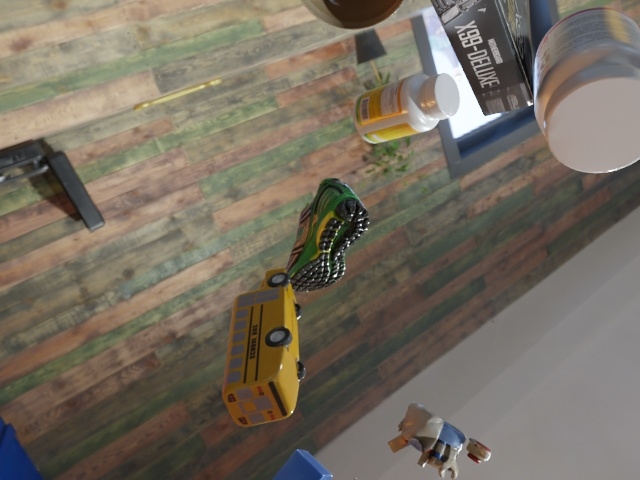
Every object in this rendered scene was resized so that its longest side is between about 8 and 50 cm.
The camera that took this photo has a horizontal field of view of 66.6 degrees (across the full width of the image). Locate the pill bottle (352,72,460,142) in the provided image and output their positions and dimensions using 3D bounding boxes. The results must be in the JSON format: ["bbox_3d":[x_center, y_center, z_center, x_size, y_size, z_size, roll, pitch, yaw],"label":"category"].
[{"bbox_3d":[0.210,-0.327,1.199,0.136,0.136,0.246,-34,-160,-37],"label":"pill bottle"}]

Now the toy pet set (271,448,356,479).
[{"bbox_3d":[0.011,0.288,0.543,0.114,0.065,0.122,34,-149,28],"label":"toy pet set"}]

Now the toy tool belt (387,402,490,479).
[{"bbox_3d":[0.110,0.194,0.455,0.051,0.083,0.052,-58,171,-8],"label":"toy tool belt"}]

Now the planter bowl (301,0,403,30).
[{"bbox_3d":[0.048,-0.387,0.655,0.162,0.162,0.109,-11,-136,27],"label":"planter bowl"}]

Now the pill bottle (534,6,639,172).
[{"bbox_3d":[0.403,-0.227,0.719,0.160,0.160,0.283,-10,-148,30],"label":"pill bottle"}]

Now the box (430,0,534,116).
[{"bbox_3d":[0.233,-0.373,0.692,0.077,0.242,0.307,-9,-124,33],"label":"box"}]

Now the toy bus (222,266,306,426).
[{"bbox_3d":[-0.108,0.194,0.974,0.130,0.108,0.332,-15,-148,4],"label":"toy bus"}]

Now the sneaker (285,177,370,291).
[{"bbox_3d":[0.000,0.000,1.163,0.134,0.343,0.146,5,-136,-31],"label":"sneaker"}]
